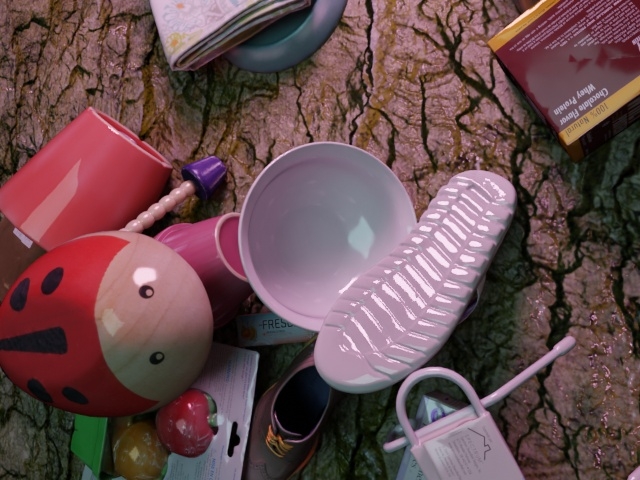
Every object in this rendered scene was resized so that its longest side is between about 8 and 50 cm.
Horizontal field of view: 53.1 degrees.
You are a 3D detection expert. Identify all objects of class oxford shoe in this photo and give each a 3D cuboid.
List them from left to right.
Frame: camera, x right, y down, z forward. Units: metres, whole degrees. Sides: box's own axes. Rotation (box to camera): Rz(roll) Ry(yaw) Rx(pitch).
[{"bbox_3d":[-0.061,0.299,1.050,0.129,0.132,0.364,32,113,11],"label":"oxford shoe"}]

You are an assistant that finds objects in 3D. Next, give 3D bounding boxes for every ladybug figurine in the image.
[{"bbox_3d":[-0.373,0.144,1.020,0.449,0.161,0.305,-14,89,32],"label":"ladybug figurine"}]

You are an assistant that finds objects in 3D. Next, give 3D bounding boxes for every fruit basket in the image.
[{"bbox_3d":[-0.276,0.328,1.170,0.352,0.165,0.327,7,88,21],"label":"fruit basket"}]

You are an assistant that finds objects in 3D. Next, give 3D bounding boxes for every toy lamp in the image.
[{"bbox_3d":[-0.288,-0.064,1.179,0.080,0.080,0.274,39,63,23],"label":"toy lamp"}]

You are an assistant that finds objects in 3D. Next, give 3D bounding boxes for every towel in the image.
[{"bbox_3d":[-0.195,-0.538,1.198,0.320,0.090,0.375,-22,76,22],"label":"towel"}]

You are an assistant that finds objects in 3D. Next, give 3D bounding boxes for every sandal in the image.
[{"bbox_3d":[0.165,0.073,0.962,0.169,0.102,0.416,34,74,36],"label":"sandal"}]

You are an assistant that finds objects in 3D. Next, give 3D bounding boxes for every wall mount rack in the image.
[{"bbox_3d":[0.268,0.303,0.881,0.304,0.130,0.350,-30,84,14],"label":"wall mount rack"}]

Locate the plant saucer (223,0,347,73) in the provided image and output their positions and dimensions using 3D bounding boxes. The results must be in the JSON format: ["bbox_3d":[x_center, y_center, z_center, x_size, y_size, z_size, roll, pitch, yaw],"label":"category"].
[{"bbox_3d":[-0.095,-0.479,1.216,0.317,0.043,0.318,-2,85,25],"label":"plant saucer"}]

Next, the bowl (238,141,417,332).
[{"bbox_3d":[0.000,0.000,1.042,0.297,0.134,0.298,2,84,-18],"label":"bowl"}]

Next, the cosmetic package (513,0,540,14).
[{"bbox_3d":[0.325,-0.451,0.949,0.151,0.151,0.184,-33,71,20],"label":"cosmetic package"}]

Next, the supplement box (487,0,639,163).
[{"bbox_3d":[0.382,-0.252,0.914,0.191,0.129,0.194,-37,70,18],"label":"supplement box"}]

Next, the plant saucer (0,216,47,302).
[{"bbox_3d":[-0.654,0.040,1.440,0.277,0.041,0.278,-3,83,26],"label":"plant saucer"}]

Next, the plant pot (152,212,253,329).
[{"bbox_3d":[-0.186,0.045,1.101,0.180,0.201,0.202,-28,73,36],"label":"plant pot"}]

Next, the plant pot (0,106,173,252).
[{"bbox_3d":[-0.435,-0.104,1.238,0.275,0.275,0.243,39,93,24],"label":"plant pot"}]

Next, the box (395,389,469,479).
[{"bbox_3d":[0.149,0.400,1.002,0.063,0.067,0.324,18,94,26],"label":"box"}]

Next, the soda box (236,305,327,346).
[{"bbox_3d":[-0.055,0.150,1.124,0.183,0.063,0.058,-8,84,24],"label":"soda box"}]
